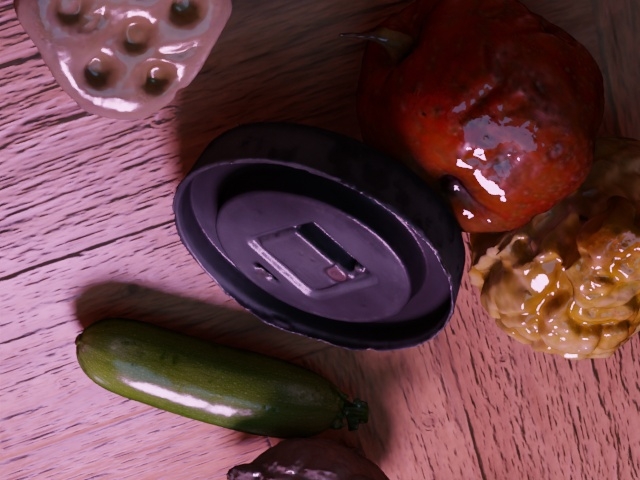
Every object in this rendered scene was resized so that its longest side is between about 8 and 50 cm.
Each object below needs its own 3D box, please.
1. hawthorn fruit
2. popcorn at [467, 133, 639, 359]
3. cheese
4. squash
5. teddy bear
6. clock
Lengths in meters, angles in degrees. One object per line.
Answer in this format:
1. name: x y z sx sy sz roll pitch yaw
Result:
1. hawthorn fruit: 0.168 -0.142 1.754 0.258 0.258 0.262 -22 101 0
2. popcorn: 0.311 0.004 1.859 0.225 0.332 0.265 42 76 -6
3. cheese: -0.195 -0.240 1.662 0.218 0.117 0.235 -9 123 -11
4. squash: -0.112 0.171 1.964 0.379 0.101 0.101 17 116 -26
5. teddy bear: 0.006 0.313 2.000 0.236 0.267 0.151 3 84 11
6. clock: 0.000 0.000 1.789 0.325 0.067 0.325 18 147 12
